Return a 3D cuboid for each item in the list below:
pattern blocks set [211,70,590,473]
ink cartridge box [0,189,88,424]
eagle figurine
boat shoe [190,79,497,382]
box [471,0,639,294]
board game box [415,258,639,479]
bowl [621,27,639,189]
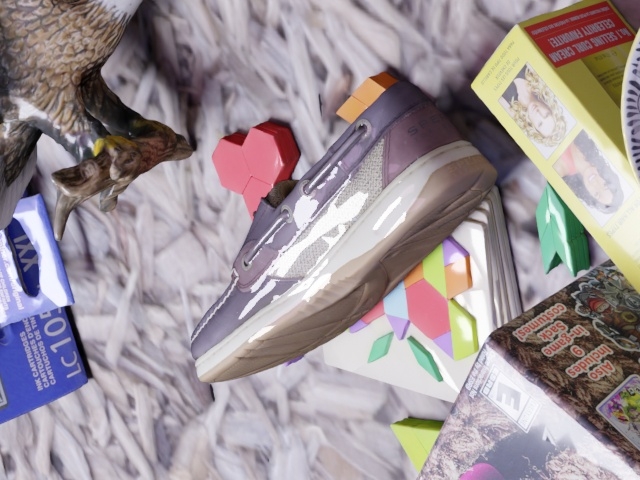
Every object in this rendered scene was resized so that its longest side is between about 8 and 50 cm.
[{"bbox_3d":[0.058,0.031,1.207,0.325,0.026,0.285,-9,101,50],"label":"pattern blocks set"},{"bbox_3d":[-0.370,0.033,1.598,0.395,0.151,0.270,-5,104,51],"label":"ink cartridge box"},{"bbox_3d":[-0.208,-0.167,1.299,0.298,0.225,0.226,53,151,0],"label":"eagle figurine"},{"bbox_3d":[0.000,0.000,1.163,0.285,0.103,0.092,-43,68,44],"label":"boat shoe"},{"bbox_3d":[0.189,-0.026,0.984,0.232,0.087,0.058,54,138,18],"label":"box"},{"bbox_3d":[0.202,0.194,1.012,0.291,0.141,0.232,40,134,23],"label":"board game box"},{"bbox_3d":[0.243,-0.065,0.899,0.170,0.080,0.170,14,111,39],"label":"bowl"}]
